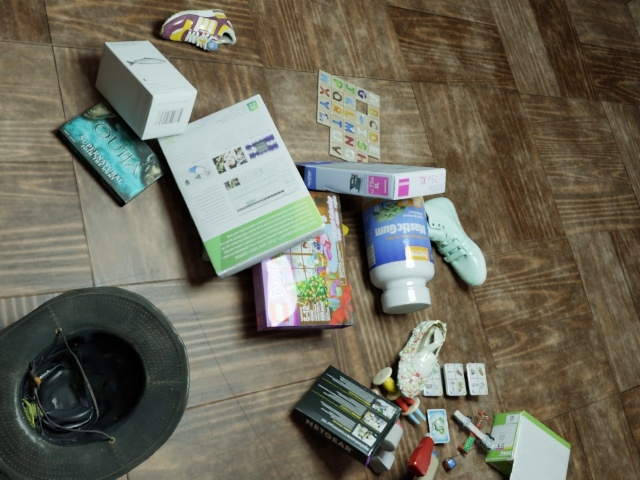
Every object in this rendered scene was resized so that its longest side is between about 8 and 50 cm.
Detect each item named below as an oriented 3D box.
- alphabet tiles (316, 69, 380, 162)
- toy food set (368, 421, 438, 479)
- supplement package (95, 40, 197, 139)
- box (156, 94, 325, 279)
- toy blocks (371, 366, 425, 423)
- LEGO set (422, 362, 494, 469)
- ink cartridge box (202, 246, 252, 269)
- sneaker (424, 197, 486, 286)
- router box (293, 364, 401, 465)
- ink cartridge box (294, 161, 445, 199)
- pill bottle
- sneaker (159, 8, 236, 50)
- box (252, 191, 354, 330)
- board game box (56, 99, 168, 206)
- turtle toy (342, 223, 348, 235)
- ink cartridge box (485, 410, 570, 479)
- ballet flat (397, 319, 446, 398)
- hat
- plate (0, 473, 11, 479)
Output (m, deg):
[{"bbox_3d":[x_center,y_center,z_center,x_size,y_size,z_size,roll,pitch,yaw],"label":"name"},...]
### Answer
[{"bbox_3d":[0.074,-0.306,1.763,0.198,0.009,0.237,16,62,-31],"label":"alphabet tiles"},{"bbox_3d":[0.180,0.451,1.469,0.232,0.111,0.104,50,42,-10],"label":"toy food set"},{"bbox_3d":[-0.343,-0.297,1.346,0.105,0.105,0.179,-20,58,-44],"label":"supplement package"},{"bbox_3d":[-0.161,-0.111,1.377,0.232,0.058,0.322,-24,73,-7],"label":"box"},{"bbox_3d":[0.166,0.376,1.525,0.148,0.054,0.123,48,51,-11],"label":"toy blocks"},{"bbox_3d":[0.323,0.419,1.644,0.183,0.060,0.244,4,68,-22],"label":"LEGO set"},{"bbox_3d":[-0.143,-0.047,1.475,0.224,0.045,0.223,13,65,-33],"label":"ink cartridge box"},{"bbox_3d":[0.314,0.013,1.753,0.151,0.094,0.256,-11,69,-44],"label":"sneaker"},{"bbox_3d":[0.054,0.352,1.399,0.179,0.046,0.133,29,48,20],"label":"router box"},{"bbox_3d":[0.101,-0.140,1.544,0.186,0.311,0.065,-11,108,-45],"label":"ink cartridge box"},{"bbox_3d":[0.185,0.028,1.616,0.152,0.152,0.272,7,67,-34],"label":"pill bottle"},{"bbox_3d":[-0.269,-0.464,1.536,0.185,0.069,0.084,-27,83,-39],"label":"sneaker"},{"bbox_3d":[-0.043,0.040,1.434,0.201,0.057,0.293,2,72,-28],"label":"box"},{"bbox_3d":[-0.404,-0.173,1.347,0.186,0.026,0.126,49,52,-10],"label":"board game box"},{"bbox_3d":[0.000,0.000,1.547,0.095,0.066,0.130,29,58,-16],"label":"turtle toy"},{"bbox_3d":[0.491,0.571,1.658,0.189,0.097,0.255,37,56,-19],"label":"ink cartridge box"},{"bbox_3d":[0.235,0.258,1.572,0.091,0.077,0.241,46,36,-12],"label":"ballet flat"},{"bbox_3d":[-0.382,0.244,1.126,0.331,0.134,0.331,5,72,-15],"label":"hat"},{"bbox_3d":[-0.435,0.433,1.081,0.188,0.024,0.188,14,64,-30],"label":"plate"}]
